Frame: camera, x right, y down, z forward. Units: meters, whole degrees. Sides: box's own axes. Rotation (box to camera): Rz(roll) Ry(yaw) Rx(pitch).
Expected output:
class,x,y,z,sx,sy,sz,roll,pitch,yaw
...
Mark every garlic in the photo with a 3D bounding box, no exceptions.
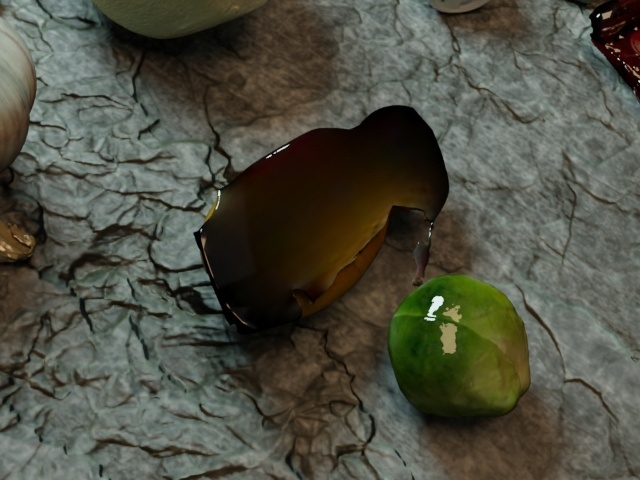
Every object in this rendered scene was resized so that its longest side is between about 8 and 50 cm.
class,x,y,z,sx,sy,sz,roll,pitch,yaw
garlic,-0.360,-0.080,1.288,0.245,0.245,0.253,-45,118,-31

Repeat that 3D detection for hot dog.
class,x,y,z,sx,sy,sz,roll,pitch,yaw
hot dog,-0.005,-0.004,1.371,0.326,0.107,0.194,-19,76,-34

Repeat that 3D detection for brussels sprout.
class,x,y,z,sx,sy,sz,roll,pitch,yaw
brussels sprout,0.136,0.107,1.331,0.155,0.117,0.155,8,79,-44

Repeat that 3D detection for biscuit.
class,x,y,z,sx,sy,sz,roll,pitch,yaw
biscuit,0.424,-0.198,1.621,0.151,0.063,0.235,-19,70,-24

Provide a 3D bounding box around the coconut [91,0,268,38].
class,x,y,z,sx,sy,sz,roll,pitch,yaw
coconut,-0.162,-0.348,1.449,0.245,0.247,0.245,12,74,-48

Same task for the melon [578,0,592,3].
class,x,y,z,sx,sy,sz,roll,pitch,yaw
melon,0.271,-0.367,1.678,0.182,0.054,0.098,19,48,-14

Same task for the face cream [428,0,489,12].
class,x,y,z,sx,sy,sz,roll,pitch,yaw
face cream,0.138,-0.446,1.668,0.102,0.102,0.345,-4,63,-18
